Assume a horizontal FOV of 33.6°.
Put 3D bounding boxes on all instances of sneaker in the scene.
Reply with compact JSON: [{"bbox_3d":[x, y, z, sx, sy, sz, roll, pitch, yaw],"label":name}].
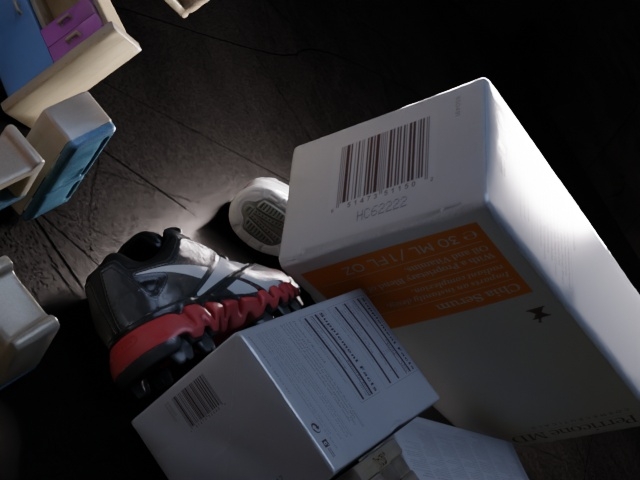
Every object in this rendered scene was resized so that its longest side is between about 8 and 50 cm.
[{"bbox_3d":[-0.114,0.046,0.974,0.135,0.097,0.276,56,26,10],"label":"sneaker"},{"bbox_3d":[0.000,0.000,1.252,0.232,0.090,0.115,43,21,-14],"label":"sneaker"}]

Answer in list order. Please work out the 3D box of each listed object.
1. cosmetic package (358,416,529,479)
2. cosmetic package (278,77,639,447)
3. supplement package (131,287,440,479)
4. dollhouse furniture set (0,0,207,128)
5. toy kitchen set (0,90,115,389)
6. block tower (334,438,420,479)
[{"bbox_3d":[0.139,0.254,1.136,0.239,0.060,0.099,23,32,-43],"label":"cosmetic package"},{"bbox_3d":[0.178,0.054,1.151,0.453,0.230,0.161,44,40,-40],"label":"cosmetic package"},{"bbox_3d":[-0.020,0.148,0.932,0.134,0.139,0.244,54,23,11],"label":"supplement package"},{"bbox_3d":[-0.287,-0.290,0.933,0.198,0.286,0.303,61,11,26],"label":"dollhouse furniture set"},{"bbox_3d":[-0.233,0.007,0.857,0.166,0.122,0.207,50,44,3],"label":"toy kitchen set"},{"bbox_3d":[0.115,0.344,0.926,0.335,0.097,0.091,55,25,9],"label":"block tower"}]
